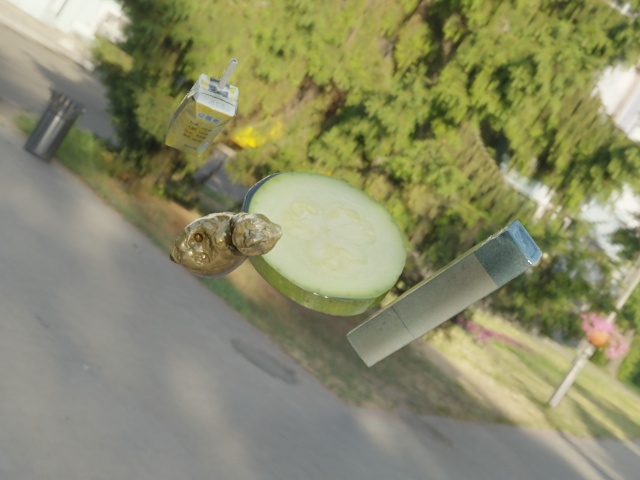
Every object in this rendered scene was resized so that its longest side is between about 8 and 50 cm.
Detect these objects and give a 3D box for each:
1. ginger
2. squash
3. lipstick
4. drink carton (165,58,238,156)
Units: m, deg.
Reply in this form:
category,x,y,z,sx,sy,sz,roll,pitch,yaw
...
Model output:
category,x,y,z,sx,sy,sz,roll,pitch,yaw
ginger,-0.103,0.002,0.969,0.096,0.067,0.165,-11,-5,-21
squash,0.000,0.000,1.353,0.252,0.049,0.252,14,44,-14
lipstick,0.180,0.083,1.409,0.068,0.317,0.066,54,29,0
drink carton,-0.182,-0.214,1.520,0.084,0.074,0.200,22,-32,-20
